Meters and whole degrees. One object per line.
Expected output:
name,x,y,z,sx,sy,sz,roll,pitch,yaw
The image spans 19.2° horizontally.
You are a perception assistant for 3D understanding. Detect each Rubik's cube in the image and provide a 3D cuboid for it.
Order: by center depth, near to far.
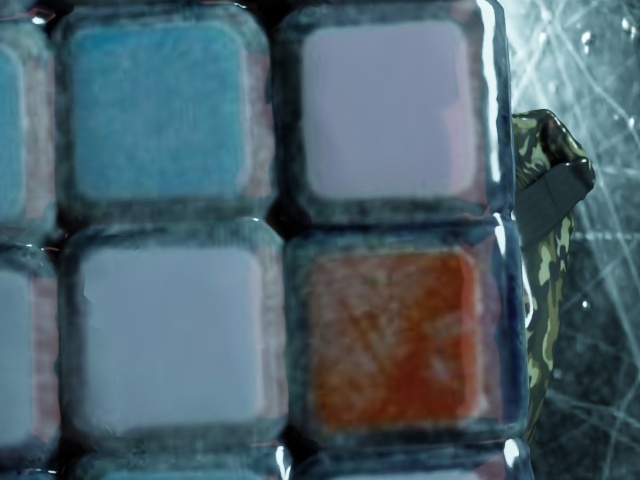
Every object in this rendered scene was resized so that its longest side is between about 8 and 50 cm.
Rubik's cube,-0.091,0.037,0.588,0.292,0.293,0.287,-3,86,-3

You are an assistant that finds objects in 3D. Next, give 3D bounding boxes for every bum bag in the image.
bum bag,0.071,0.049,0.847,0.102,0.069,0.248,26,66,-33
